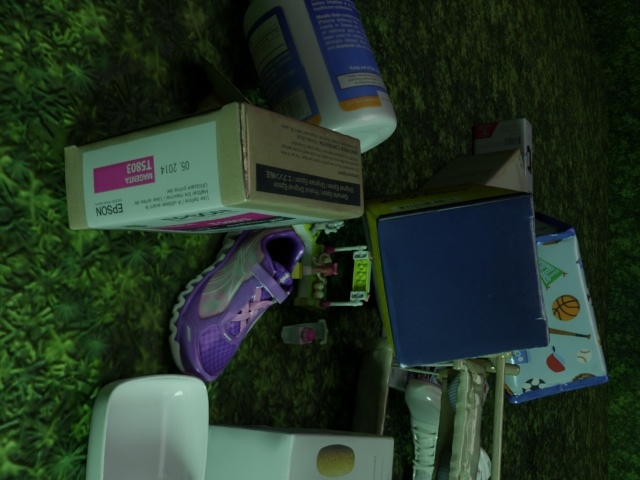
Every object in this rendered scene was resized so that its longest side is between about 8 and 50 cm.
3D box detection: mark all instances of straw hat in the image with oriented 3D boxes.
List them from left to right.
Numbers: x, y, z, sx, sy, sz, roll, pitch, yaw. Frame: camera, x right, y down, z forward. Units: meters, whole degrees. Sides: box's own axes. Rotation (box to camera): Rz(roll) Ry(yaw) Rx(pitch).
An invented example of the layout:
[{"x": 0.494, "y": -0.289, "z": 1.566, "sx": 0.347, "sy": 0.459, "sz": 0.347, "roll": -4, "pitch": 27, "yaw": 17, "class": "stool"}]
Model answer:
[{"x": -0.116, "y": -0.150, "z": 0.801, "sx": 0.061, "sy": 0.144, "sz": 0.144, "roll": -44, "pitch": 134, "yaw": 0, "class": "straw hat"}]

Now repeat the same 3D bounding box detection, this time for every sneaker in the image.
[{"x": -0.090, "y": 0.062, "z": 0.786, "sx": 0.095, "sy": 0.104, "sz": 0.236, "roll": 59, "pitch": 43, "yaw": -37, "class": "sneaker"}, {"x": 0.220, "y": 0.379, "z": 1.185, "sx": 0.152, "sy": 0.114, "sz": 0.305, "roll": -46, "pitch": 122, "yaw": -31, "class": "sneaker"}]

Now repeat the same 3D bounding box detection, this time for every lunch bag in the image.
[{"x": 0.416, "y": 0.114, "z": 1.415, "sx": 0.385, "sy": 0.238, "sz": 0.328, "roll": -75, "pitch": 151, "yaw": -77, "class": "lunch bag"}]

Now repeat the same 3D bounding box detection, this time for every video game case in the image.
[{"x": 0.162, "y": 0.184, "z": 1.226, "sx": 0.173, "sy": 0.022, "sz": 0.191, "roll": 29, "pitch": 62, "yaw": -51, "class": "video game case"}]

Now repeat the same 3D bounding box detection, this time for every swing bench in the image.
[{"x": 0.157, "y": 0.285, "z": 0.984, "sx": 0.165, "sy": 0.254, "sz": 0.253, "roll": 47, "pitch": 47, "yaw": -61, "class": "swing bench"}]

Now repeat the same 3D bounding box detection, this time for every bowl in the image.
[{"x": -0.181, "y": 0.209, "z": 0.677, "sx": 0.142, "sy": 0.053, "sz": 0.142, "roll": 14, "pitch": 75, "yaw": -54, "class": "bowl"}]

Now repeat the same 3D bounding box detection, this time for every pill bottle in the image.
[{"x": -0.012, "y": -0.247, "z": 0.865, "sx": 0.152, "sy": 0.152, "sz": 0.272, "roll": -5, "pitch": 74, "yaw": -57, "class": "pill bottle"}]

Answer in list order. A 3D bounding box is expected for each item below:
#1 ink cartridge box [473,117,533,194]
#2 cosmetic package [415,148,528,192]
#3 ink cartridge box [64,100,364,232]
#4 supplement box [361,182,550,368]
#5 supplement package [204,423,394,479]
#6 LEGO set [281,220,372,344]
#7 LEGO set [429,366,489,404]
[{"x": 0.441, "y": -0.195, "z": 1.594, "sx": 0.072, "sy": 0.127, "sz": 0.175, "roll": 14, "pitch": 76, "yaw": -58, "class": "ink cartridge box"}, {"x": 0.303, "y": -0.085, "z": 1.347, "sx": 0.309, "sy": 0.160, "sz": 0.113, "roll": -37, "pitch": 116, "yaw": -53, "class": "cosmetic package"}, {"x": -0.103, "y": -0.058, "z": 0.659, "sx": 0.193, "sy": 0.234, "sz": 0.088, "roll": 1, "pitch": 85, "yaw": -56, "class": "ink cartridge box"}, {"x": 0.175, "y": 0.029, "z": 0.967, "sx": 0.356, "sy": 0.195, "sz": 0.194, "roll": -93, "pitch": 174, "yaw": -82, "class": "supplement box"}, {"x": -0.024, "y": 0.308, "z": 0.829, "sx": 0.244, "sy": 0.133, "sz": 0.139, "roll": 24, "pitch": 66, "yaw": -53, "class": "supplement package"}, {"x": 0.000, "y": 0.000, "z": 0.924, "sx": 0.132, "sy": 0.107, "sz": 0.287, "roll": -14, "pitch": 98, "yaw": -56, "class": "LEGO set"}, {"x": 0.265, "y": 0.323, "z": 1.367, "sx": 0.183, "sy": 0.060, "sz": 0.244, "roll": 58, "pitch": 40, "yaw": -17, "class": "LEGO set"}]
